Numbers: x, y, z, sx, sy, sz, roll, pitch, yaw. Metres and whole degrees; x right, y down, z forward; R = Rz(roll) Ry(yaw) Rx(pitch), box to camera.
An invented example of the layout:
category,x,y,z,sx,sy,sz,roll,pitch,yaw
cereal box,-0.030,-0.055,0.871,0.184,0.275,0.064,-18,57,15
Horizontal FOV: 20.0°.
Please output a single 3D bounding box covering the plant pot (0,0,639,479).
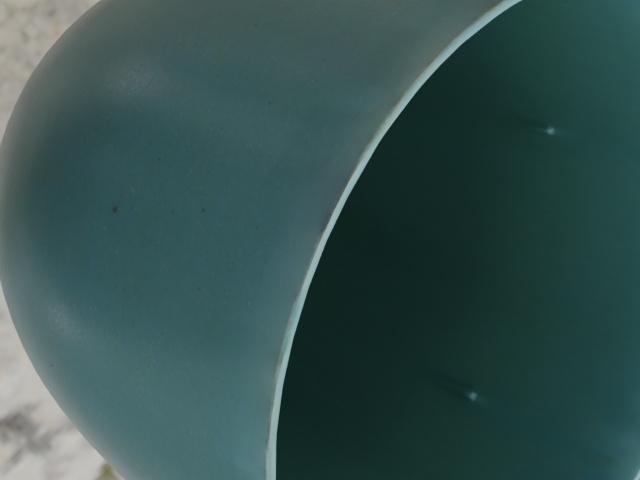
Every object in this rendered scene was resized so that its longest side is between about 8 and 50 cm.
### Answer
category,x,y,z,sx,sy,sz,roll,pitch,yaw
plant pot,0.000,0.000,0.789,0.293,0.235,0.293,-24,125,-40
